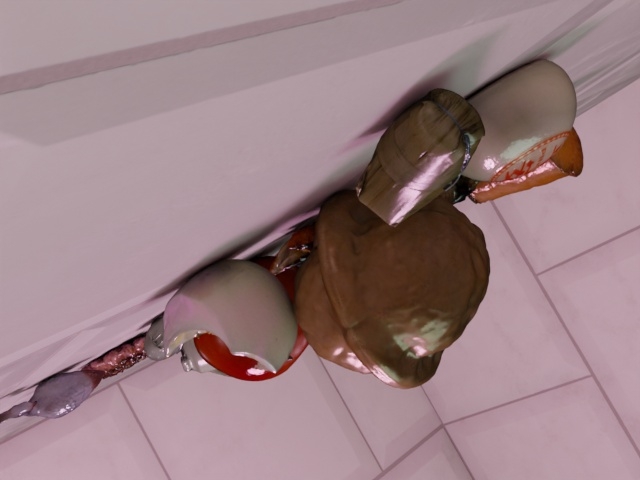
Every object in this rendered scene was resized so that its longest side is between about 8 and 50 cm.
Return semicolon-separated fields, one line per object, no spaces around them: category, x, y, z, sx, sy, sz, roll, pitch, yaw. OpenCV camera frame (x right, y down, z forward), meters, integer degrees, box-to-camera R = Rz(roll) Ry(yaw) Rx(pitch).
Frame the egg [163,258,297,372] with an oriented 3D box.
egg;-0.167;0.113;1.563;0.271;0.162;0.206;11;-137;30

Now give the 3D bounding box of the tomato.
tomato;-0.130;0.177;1.905;0.299;0.226;0.298;-53;180;0

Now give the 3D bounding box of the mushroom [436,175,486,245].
mushroom;0.227;-0.001;1.968;0.334;0.356;0.331;-7;-172;-5

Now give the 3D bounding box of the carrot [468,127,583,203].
carrot;0.484;-0.196;2.117;0.254;0.196;0.196;-27;178;40

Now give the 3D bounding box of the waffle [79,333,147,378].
waffle;-0.498;0.296;2.201;0.221;0.055;0.234;-28;171;5

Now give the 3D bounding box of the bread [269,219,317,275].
bread;0.006;-0.006;1.816;0.269;0.095;0.139;-11;149;-42

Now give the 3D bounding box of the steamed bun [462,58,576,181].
steamed bun;0.305;-0.174;1.379;0.231;0.145;0.232;-29;176;-2

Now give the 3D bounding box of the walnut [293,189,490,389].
walnut;0.125;0.073;1.546;0.383;0.384;0.383;-29;176;-2

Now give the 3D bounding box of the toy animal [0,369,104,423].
toy animal;-0.599;0.355;1.936;0.195;0.090;0.324;-30;178;3

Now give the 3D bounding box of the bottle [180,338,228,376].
bottle;-0.228;0.233;2.270;0.351;0.229;0.229;-21;174;-11

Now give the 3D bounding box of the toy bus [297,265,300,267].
toy bus;-0.037;0.111;2.138;0.209;0.126;0.136;16;151;-12

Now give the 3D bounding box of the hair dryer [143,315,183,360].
hair dryer;-0.285;0.154;1.981;0.267;0.092;0.229;-43;177;-29

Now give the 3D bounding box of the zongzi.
zongzi;0.177;-0.151;1.137;0.256;0.115;0.228;-39;175;-29
